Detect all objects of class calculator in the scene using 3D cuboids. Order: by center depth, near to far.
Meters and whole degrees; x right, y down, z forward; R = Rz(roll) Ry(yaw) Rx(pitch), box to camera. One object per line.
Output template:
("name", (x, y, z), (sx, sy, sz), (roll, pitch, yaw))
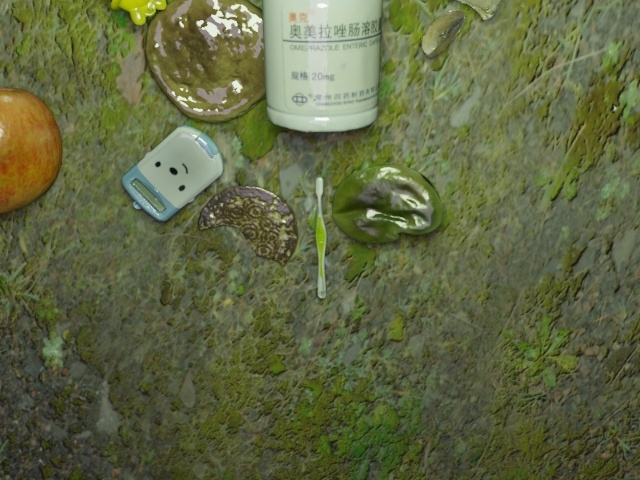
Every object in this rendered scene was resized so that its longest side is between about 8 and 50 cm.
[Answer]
("calculator", (-0.277, -0.123, 1.319), (0.210, 0.039, 0.121), (-36, 106, 18))

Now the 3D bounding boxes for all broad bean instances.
("broad bean", (0.124, -0.066, 1.300), (0.206, 0.072, 0.153), (6, 102, 3))

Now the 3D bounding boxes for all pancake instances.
("pancake", (-0.187, -0.312, 1.220), (0.241, 0.050, 0.242), (2, 115, 4))
("pancake", (-0.133, -0.022, 1.366), (0.184, 0.020, 0.191), (-24, 110, 13))

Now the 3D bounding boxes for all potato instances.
("potato", (0.204, -0.348, 1.191), (0.093, 0.036, 0.037), (-46, 68, 3))

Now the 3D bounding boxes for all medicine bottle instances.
("medicine bottle", (0.003, -0.354, 1.112), (0.189, 0.190, 0.333), (1, 115, 3))

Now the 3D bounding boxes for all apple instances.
("apple", (-0.630, -0.166, 1.256), (0.292, 0.163, 0.252), (13, 116, -4))

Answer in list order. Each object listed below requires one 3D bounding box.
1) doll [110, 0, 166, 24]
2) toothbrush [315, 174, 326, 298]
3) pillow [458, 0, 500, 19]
("doll", (-0.347, -0.463, 1.139), (0.098, 0.135, 0.241), (-22, 113, 44))
("toothbrush", (0.000, 0.000, 1.363), (0.022, 0.026, 0.263), (4, 115, 9))
("pillow", (0.263, -0.469, 1.117), (0.119, 0.053, 0.208), (22, 114, -2))
